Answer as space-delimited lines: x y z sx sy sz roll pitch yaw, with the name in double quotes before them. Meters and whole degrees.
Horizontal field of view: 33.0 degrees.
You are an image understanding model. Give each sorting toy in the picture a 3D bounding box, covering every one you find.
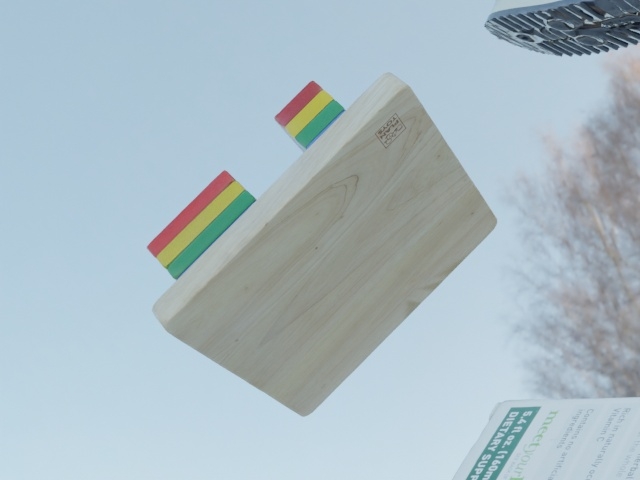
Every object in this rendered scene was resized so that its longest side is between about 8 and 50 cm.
"sorting toy" 0.000 0.000 0.925 0.257 0.089 0.255 -45 -35 0

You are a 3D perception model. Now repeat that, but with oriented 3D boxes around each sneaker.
"sneaker" 0.253 -0.215 0.769 0.112 0.131 0.319 21 -10 -41

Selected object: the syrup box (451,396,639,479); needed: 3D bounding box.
"syrup box" 0.150 0.112 0.349 0.237 0.093 0.096 -13 -60 50
